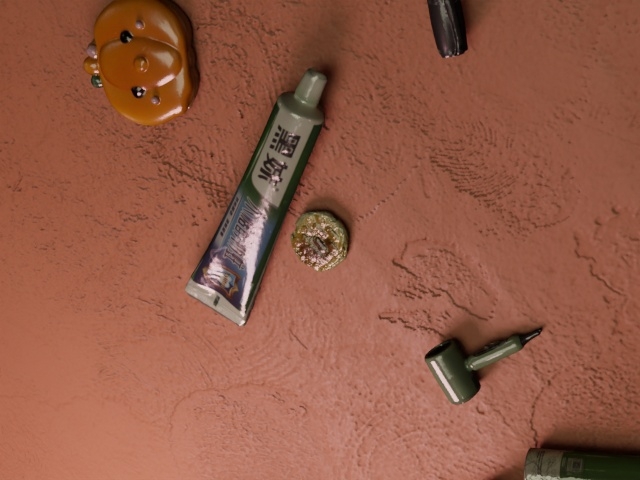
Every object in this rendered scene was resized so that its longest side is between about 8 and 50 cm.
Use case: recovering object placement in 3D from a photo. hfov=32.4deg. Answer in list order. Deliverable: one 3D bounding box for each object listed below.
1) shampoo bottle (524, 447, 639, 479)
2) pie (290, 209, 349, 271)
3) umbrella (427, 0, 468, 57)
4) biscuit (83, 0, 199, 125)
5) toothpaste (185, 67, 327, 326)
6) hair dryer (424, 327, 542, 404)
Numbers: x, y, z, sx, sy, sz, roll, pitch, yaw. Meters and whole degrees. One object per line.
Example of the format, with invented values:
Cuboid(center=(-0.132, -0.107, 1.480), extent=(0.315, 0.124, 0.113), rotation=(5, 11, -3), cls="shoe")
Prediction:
Cuboid(center=(0.350, 0.285, 1.320), extent=(0.204, 0.065, 0.065), rotation=(-1, 111, 27), cls="shampoo bottle")
Cuboid(center=(0.000, 0.000, 1.396), extent=(0.084, 0.020, 0.084), rotation=(11, 116, 22), cls="pie")
Cuboid(center=(0.108, -0.357, 1.152), extent=(0.118, 0.118, 0.340), rotation=(-4, 116, 28), cls="umbrella")
Cuboid(center=(-0.235, -0.227, 1.396), extent=(0.170, 0.050, 0.170), rotation=(10, 114, 23), cls="biscuit")
Cuboid(center=(-0.075, -0.051, 1.386), extent=(0.098, 0.061, 0.392), rotation=(31, 123, 8), cls="toothpaste")
Cuboid(center=(0.207, 0.140, 1.349), extent=(0.150, 0.047, 0.071), rotation=(-29, 98, 22), cls="hair dryer")
